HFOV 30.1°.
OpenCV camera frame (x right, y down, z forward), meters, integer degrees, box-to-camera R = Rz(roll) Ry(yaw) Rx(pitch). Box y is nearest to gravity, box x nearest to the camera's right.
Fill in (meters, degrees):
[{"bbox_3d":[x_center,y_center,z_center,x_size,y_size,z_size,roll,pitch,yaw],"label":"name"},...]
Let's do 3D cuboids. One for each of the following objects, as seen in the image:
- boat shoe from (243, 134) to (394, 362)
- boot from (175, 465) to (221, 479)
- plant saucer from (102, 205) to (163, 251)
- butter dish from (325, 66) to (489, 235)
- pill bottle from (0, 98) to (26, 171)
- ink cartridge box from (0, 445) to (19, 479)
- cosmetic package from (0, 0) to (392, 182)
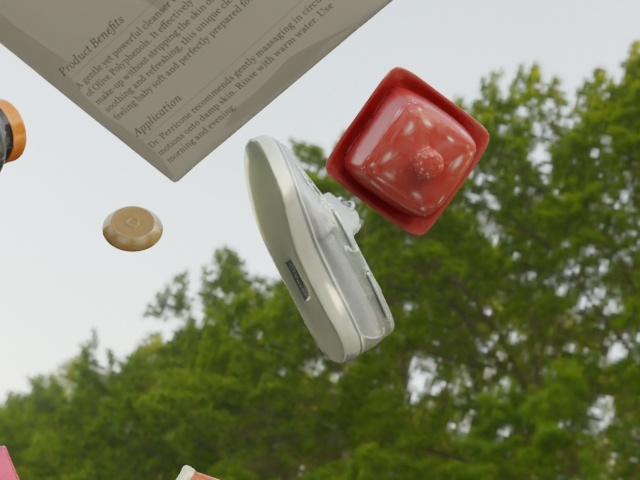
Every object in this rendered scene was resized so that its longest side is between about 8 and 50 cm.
[{"bbox_3d":[0.001,0.000,1.127,0.228,0.081,0.079,66,-27,1],"label":"boat shoe"},{"bbox_3d":[-0.118,0.259,0.952,0.084,0.158,0.059,31,-13,-2],"label":"boot"},{"bbox_3d":[-0.258,-0.020,1.633,0.083,0.083,0.015,17,-41,6],"label":"plant saucer"},{"bbox_3d":[0.113,-0.097,1.395,0.160,0.160,0.118,34,4,-15],"label":"butter dish"},{"bbox_3d":[-0.487,-0.115,1.490,0.130,0.245,0.131,12,-67,32],"label":"pill bottle"},{"bbox_3d":[-0.311,0.322,1.014,0.172,0.237,0.100,-16,-26,-31],"label":"ink cartridge box"},{"bbox_3d":[-0.143,-0.229,0.650,0.197,0.155,0.365,-36,-61,24],"label":"cosmetic package"}]
